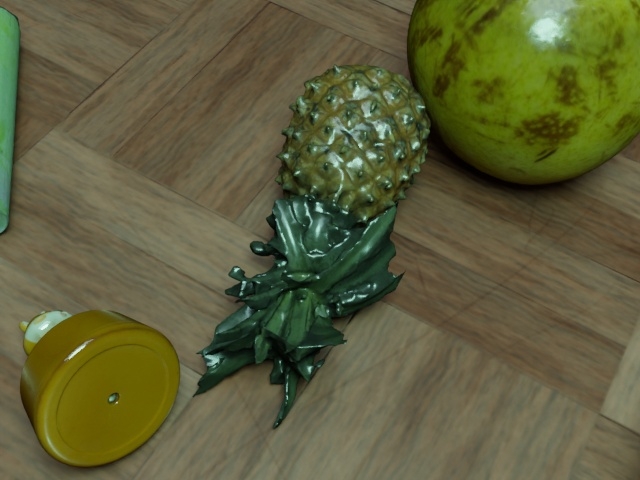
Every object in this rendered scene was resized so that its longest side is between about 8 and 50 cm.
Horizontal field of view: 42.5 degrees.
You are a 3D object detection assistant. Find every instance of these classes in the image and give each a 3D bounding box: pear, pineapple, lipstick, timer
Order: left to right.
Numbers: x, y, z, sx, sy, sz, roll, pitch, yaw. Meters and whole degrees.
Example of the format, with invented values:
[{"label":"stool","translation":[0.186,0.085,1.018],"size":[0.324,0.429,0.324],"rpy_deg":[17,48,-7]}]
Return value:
[{"label":"lipstick","translation":[-0.374,-0.141,0.910],"size":[0.076,0.076,0.304],"rpy_deg":[-6,56,-9]},{"label":"timer","translation":[-0.219,0.105,0.731],"size":[0.132,0.132,0.152],"rpy_deg":[-36,42,-26]},{"label":"pineapple","translation":[0.003,0.001,0.802],"size":[0.166,0.165,0.364],"rpy_deg":[15,63,7]},{"label":"pear","translation":[0.226,-0.193,0.873],"size":[0.281,0.280,0.280],"rpy_deg":[2,54,-3]}]
